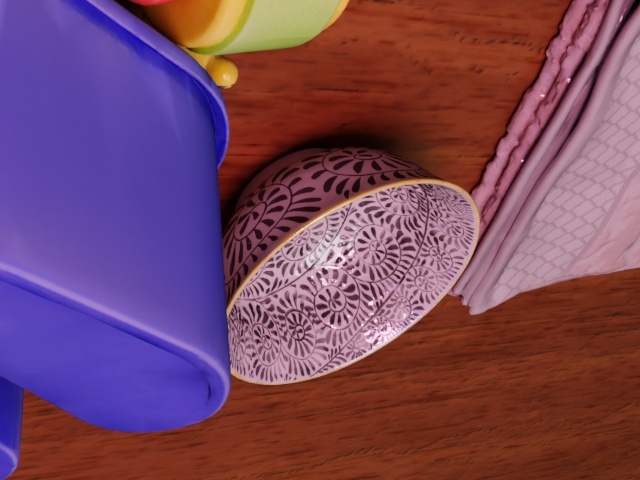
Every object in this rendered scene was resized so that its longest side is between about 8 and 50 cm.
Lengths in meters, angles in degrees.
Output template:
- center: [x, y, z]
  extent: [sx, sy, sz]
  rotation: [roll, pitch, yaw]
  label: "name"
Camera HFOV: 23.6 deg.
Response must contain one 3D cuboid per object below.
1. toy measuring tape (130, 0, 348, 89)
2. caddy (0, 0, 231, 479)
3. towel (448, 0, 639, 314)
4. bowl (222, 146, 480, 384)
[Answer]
- center: [-0.015, -0.176, 0.595]
  extent: [0.121, 0.121, 0.330]
  rotation: [-11, 143, -32]
  label: "toy measuring tape"
- center: [-0.178, -0.022, 0.607]
  extent: [0.241, 0.179, 0.341]
  rotation: [-19, 155, 21]
  label: "caddy"
- center: [0.259, -0.090, 1.031]
  extent: [0.317, 0.053, 0.332]
  rotation: [-12, 144, -31]
  label: "towel"
- center: [0.000, 0.000, 0.888]
  extent: [0.170, 0.080, 0.170]
  rotation: [-23, 147, -16]
  label: "bowl"
